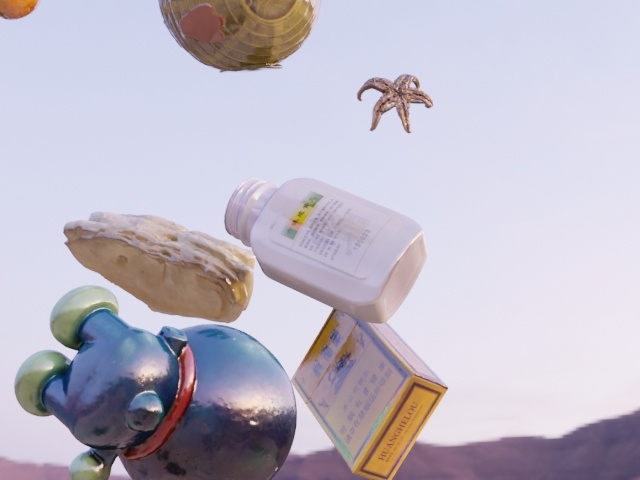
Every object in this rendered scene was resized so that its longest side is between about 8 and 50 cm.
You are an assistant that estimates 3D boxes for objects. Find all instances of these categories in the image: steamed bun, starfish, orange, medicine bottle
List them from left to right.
[{"bbox_3d":[-0.428,-0.345,1.398,0.084,0.083,0.083,-2,-16,0],"label":"orange"},{"bbox_3d":[-0.294,0.057,2.084,0.428,0.189,0.247,13,-53,23],"label":"steamed bun"},{"bbox_3d":[0.000,0.000,1.653,0.324,0.179,0.124,24,-23,24],"label":"medicine bottle"},{"bbox_3d":[0.083,-0.157,1.141,0.078,0.091,0.028,42,-24,4],"label":"starfish"}]

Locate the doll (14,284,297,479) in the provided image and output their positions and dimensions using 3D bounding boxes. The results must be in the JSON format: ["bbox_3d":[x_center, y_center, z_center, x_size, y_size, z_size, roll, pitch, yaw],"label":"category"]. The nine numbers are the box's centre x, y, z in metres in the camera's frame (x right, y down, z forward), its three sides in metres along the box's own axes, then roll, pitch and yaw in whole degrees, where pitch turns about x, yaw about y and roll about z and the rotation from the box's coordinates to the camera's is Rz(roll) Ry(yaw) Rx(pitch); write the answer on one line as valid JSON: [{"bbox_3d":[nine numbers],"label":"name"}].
[{"bbox_3d":[-0.149,0.178,1.057,0.186,0.198,0.322,31,5,42],"label":"doll"}]

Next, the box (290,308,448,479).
[{"bbox_3d":[0.074,0.244,1.716,0.084,0.192,0.301,26,11,-29],"label":"box"}]

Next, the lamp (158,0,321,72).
[{"bbox_3d":[-0.128,-0.378,1.518,0.250,0.250,0.284,6,9,-25],"label":"lamp"}]
